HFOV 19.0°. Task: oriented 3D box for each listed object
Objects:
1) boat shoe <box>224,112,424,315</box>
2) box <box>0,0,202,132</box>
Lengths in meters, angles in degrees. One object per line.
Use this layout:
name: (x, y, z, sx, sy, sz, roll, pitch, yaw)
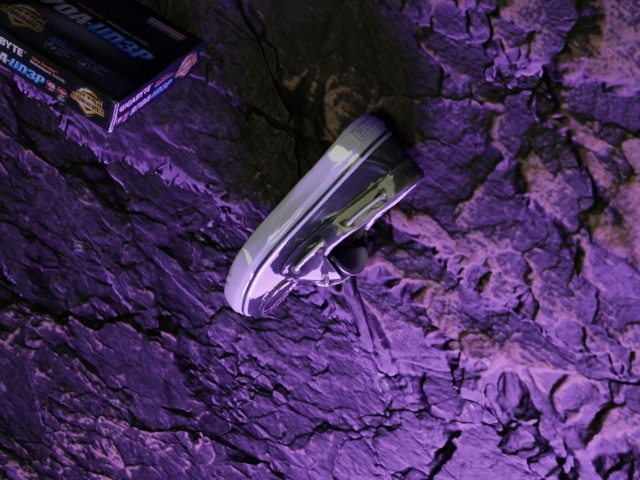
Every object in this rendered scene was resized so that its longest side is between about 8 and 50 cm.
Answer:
boat shoe: (0.000, 0.000, 2.237, 0.119, 0.121, 0.335, 46, 132, 8)
box: (-0.278, -0.233, 2.248, 0.220, 0.175, 0.051, 32, 132, 15)
